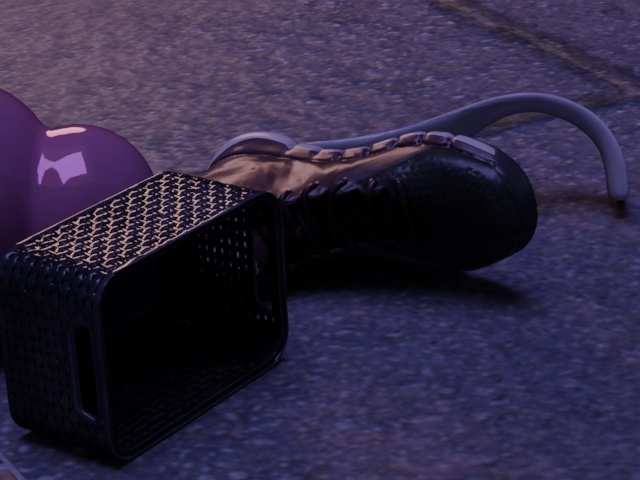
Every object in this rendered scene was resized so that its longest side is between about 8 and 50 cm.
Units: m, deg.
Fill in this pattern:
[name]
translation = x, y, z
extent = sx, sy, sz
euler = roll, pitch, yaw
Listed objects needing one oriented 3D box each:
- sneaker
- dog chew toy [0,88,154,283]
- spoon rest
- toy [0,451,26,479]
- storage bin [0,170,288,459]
[sneaker]
translation = 0.000, 0.000, 1.356
extent = 0.281, 0.106, 0.162
euler = 2, 27, 38
[dog chew toy]
translation = -0.263, -0.021, 1.305
extent = 0.331, 0.207, 0.206
euler = 5, 22, -2
[spoon rest]
translation = 0.096, -0.072, 1.496
extent = 0.276, 0.084, 0.137
euler = 1, 1, 4
[toy]
translation = -0.269, 0.095, 1.170
extent = 0.137, 0.056, 0.237
euler = 0, 21, -31
[storage bin]
translation = -0.107, 0.042, 1.213
extent = 0.084, 0.122, 0.180
euler = 12, 27, 32
